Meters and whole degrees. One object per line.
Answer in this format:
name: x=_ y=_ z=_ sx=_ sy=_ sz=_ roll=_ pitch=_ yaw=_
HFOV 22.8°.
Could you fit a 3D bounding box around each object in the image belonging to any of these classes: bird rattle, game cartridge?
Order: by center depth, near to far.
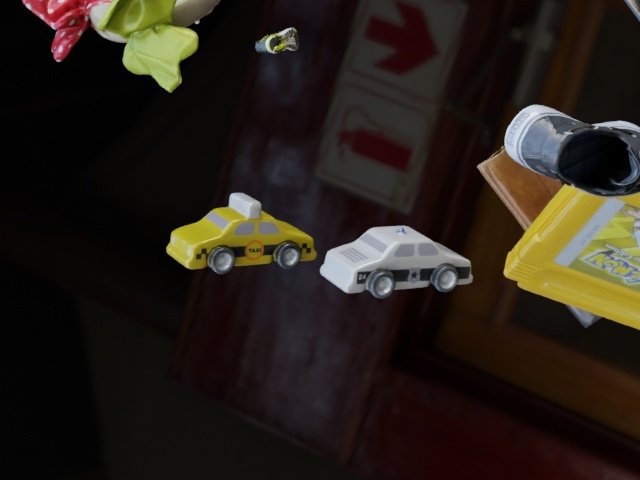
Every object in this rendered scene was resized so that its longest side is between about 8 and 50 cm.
bird rattle: x=-0.211 y=-0.271 z=1.874 sx=0.207 sy=0.253 sz=0.143 roll=-35 pitch=-63 yaw=-26
game cartridge: x=0.407 y=0.017 z=1.960 sx=0.324 sy=0.285 sz=0.053 roll=119 pitch=169 yaw=-59

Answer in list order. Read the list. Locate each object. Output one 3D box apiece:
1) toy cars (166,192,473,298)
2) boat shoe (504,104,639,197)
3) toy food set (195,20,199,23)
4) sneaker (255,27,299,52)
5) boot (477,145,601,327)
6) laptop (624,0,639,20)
toy cars: x=0.000 y=0.000 z=2.041 sx=0.176 sy=0.393 sz=0.087 roll=-46 pitch=-38 yaw=-69
boat shoe: x=0.272 y=-0.077 z=1.514 sx=0.228 sy=0.076 sz=0.080 roll=15 pitch=-75 yaw=-46
toy food set: x=-0.163 y=-0.345 z=2.124 sx=0.019 sy=0.078 sz=0.122 roll=-27 pitch=18 yaw=43
sneaker: x=-0.059 y=-0.272 z=2.172 sx=0.083 sy=0.035 sz=0.031 roll=-20 pitch=-73 yaw=-58
boot: x=0.357 y=-0.031 z=2.289 sx=0.264 sy=0.280 sz=0.096 roll=-28 pitch=-9 yaw=-48
laptop: x=0.370 y=-0.084 z=1.294 sx=0.382 sy=0.236 sz=0.408 roll=-7 pitch=-72 yaw=-32
